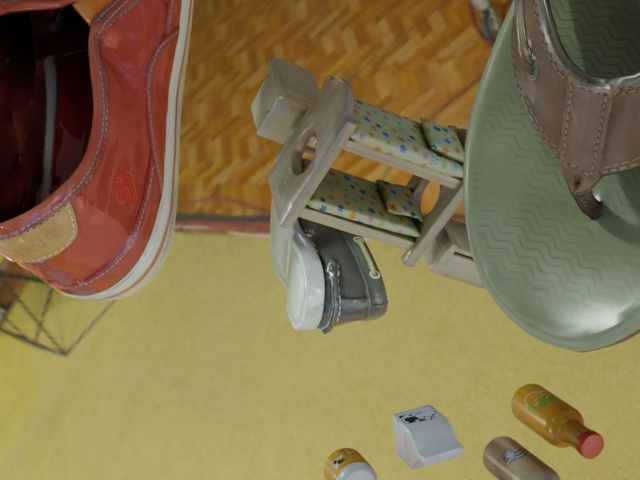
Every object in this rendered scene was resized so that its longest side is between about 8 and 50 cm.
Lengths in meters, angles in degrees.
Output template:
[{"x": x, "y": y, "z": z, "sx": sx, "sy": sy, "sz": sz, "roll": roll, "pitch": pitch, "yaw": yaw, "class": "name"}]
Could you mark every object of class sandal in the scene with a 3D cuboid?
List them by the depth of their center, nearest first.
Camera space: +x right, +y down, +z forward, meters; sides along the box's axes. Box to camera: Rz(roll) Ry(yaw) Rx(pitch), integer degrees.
[{"x": 0.114, "y": -0.093, "z": 0.325, "sx": 0.120, "sy": 0.086, "sz": 0.303, "roll": 31, "pitch": 123, "yaw": 30, "class": "sandal"}]

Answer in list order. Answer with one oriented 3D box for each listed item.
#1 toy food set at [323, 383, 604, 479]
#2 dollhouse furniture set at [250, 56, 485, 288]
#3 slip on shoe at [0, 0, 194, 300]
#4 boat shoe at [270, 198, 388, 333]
[{"x": 0.129, "y": 0.214, "z": 0.796, "sx": 0.232, "sy": 0.111, "sz": 0.104, "roll": -11, "pitch": 15, "yaw": -18, "class": "toy food set"}, {"x": 0.059, "y": -0.073, "z": 0.672, "sx": 0.101, "sy": 0.182, "sz": 0.161, "roll": -56, "pitch": 32, "yaw": 30, "class": "dollhouse furniture set"}, {"x": -0.146, "y": -0.131, "z": 0.533, "sx": 0.123, "sy": 0.101, "sz": 0.331, "roll": -12, "pitch": 69, "yaw": 24, "class": "slip on shoe"}, {"x": -0.001, "y": 0.004, "z": 1.000, "sx": 0.305, "sy": 0.091, "sz": 0.109, "roll": -110, "pitch": 25, "yaw": -62, "class": "boat shoe"}]
